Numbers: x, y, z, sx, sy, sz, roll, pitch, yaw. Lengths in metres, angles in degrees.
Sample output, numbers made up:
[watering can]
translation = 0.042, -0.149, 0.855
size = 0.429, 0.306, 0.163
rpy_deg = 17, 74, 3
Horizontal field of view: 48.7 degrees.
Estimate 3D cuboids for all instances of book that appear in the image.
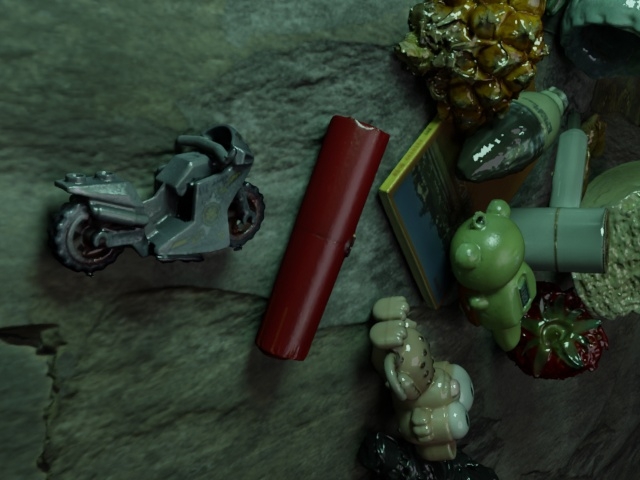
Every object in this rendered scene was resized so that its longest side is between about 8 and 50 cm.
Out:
[book]
translation = 0.230, -0.112, 1.062
size = 0.374, 0.028, 0.262
rpy_deg = -51, 138, -23

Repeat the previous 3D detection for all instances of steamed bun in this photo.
[steamed bun]
translation = 0.608, 0.001, 1.423
size = 0.272, 0.273, 0.290
rpy_deg = -11, 119, 0

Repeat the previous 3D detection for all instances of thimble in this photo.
[thimble]
translation = 0.501, -0.362, 1.135
size = 0.171, 0.205, 0.250
rpy_deg = -68, 160, -2

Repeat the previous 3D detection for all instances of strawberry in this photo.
[strawberry]
translation = 0.419, 0.175, 1.310
size = 0.201, 0.187, 0.184
rpy_deg = 86, 11, -68

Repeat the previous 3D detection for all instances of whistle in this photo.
[whistle]
translation = 0.260, 0.063, 1.064
size = 0.131, 0.106, 0.288
rpy_deg = -50, 136, -28

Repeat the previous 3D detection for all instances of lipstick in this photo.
[lipstick]
translation = 0.000, 0.000, 0.803
size = 0.073, 0.073, 0.279
rpy_deg = 18, 93, -52

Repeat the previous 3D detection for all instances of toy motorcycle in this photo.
[toy motorcycle]
translation = -0.130, -0.039, 0.623
size = 0.215, 0.080, 0.122
rpy_deg = -11, 114, -43

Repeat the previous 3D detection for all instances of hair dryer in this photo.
[hair dryer]
translation = 0.416, -0.102, 1.226
size = 0.107, 0.173, 0.357
rpy_deg = 63, 38, -47

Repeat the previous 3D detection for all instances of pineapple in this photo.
[pineapple]
translation = 0.186, -0.254, 0.859
size = 0.164, 0.140, 0.249
rpy_deg = -4, 105, -42

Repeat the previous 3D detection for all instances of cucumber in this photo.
[cucumber]
translation = 0.366, -0.390, 1.090
size = 0.048, 0.048, 0.105
rpy_deg = 31, 84, -51

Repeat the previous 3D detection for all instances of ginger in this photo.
[ginger]
translation = 0.495, -0.147, 1.349
size = 0.193, 0.053, 0.176
rpy_deg = -46, 137, -39

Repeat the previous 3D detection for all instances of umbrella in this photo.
[umbrella]
translation = 0.168, 0.396, 1.143
size = 0.337, 0.128, 0.154
rpy_deg = 21, 66, -44

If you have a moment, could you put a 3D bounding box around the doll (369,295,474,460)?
[doll]
translation = 0.140, 0.203, 1.018
size = 0.278, 0.119, 0.154
rpy_deg = 56, 30, -43

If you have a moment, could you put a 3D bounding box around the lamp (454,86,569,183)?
[lamp]
translation = 0.273, -0.149, 1.005
size = 0.250, 0.101, 0.101
rpy_deg = -38, 132, -28
